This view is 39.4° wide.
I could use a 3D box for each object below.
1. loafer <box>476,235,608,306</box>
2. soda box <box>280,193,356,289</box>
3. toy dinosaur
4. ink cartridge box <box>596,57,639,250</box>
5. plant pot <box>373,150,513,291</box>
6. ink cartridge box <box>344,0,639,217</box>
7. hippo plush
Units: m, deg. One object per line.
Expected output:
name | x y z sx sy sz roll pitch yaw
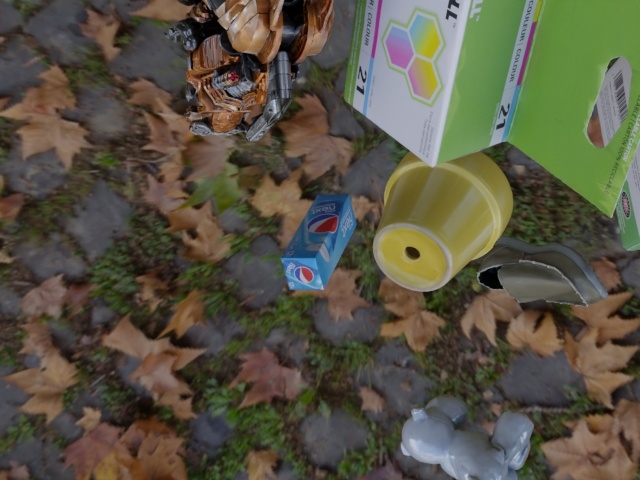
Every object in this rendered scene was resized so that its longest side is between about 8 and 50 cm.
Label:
loafer | 0.311 0.059 1.284 0.087 0.251 0.094 -43 107 -11
soda box | 0.000 0.000 1.604 0.067 0.210 0.071 -1 124 21
toy dinosaur | -0.043 -0.215 0.772 0.322 0.164 0.218 -28 68 35
ink cartridge box | 0.382 -0.115 0.890 0.117 0.278 0.201 -7 80 -1
plant pot | 0.224 -0.034 1.768 0.254 0.239 0.254 17 132 20
ink cartridge box | 0.140 -0.146 0.733 0.097 0.255 0.188 -20 136 -29
hippo plush | 0.285 0.459 1.888 0.237 0.294 0.234 23 128 26
